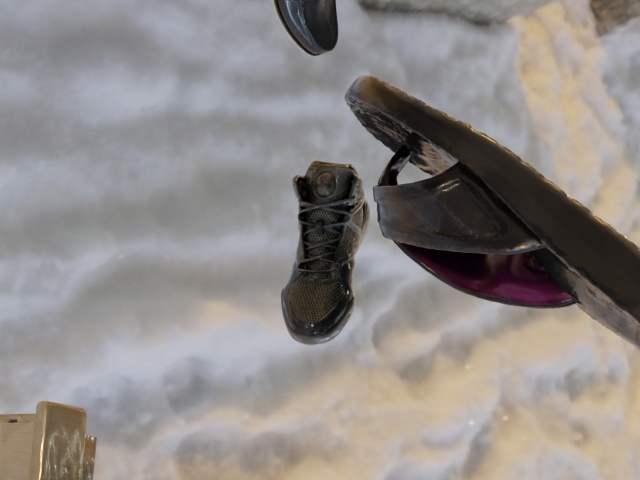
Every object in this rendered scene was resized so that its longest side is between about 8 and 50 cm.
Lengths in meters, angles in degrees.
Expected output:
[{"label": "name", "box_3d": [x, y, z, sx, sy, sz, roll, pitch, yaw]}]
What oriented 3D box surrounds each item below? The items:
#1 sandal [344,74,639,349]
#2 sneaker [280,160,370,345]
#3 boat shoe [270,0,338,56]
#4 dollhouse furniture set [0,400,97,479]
[{"label": "sandal", "box_3d": [0.129, -0.002, 0.816, 0.167, 0.107, 0.446, 40, 3, -44]}, {"label": "sneaker", "box_3d": [0.000, 0.000, 1.174, 0.130, 0.087, 0.227, 74, 26, -46]}, {"label": "boat shoe", "box_3d": [-0.011, -0.195, 0.773, 0.049, 0.042, 0.133, -36, 124, -35]}, {"label": "dollhouse furniture set", "box_3d": [-0.106, 0.184, 0.622, 0.182, 0.101, 0.161, 32, 57, -63]}]
